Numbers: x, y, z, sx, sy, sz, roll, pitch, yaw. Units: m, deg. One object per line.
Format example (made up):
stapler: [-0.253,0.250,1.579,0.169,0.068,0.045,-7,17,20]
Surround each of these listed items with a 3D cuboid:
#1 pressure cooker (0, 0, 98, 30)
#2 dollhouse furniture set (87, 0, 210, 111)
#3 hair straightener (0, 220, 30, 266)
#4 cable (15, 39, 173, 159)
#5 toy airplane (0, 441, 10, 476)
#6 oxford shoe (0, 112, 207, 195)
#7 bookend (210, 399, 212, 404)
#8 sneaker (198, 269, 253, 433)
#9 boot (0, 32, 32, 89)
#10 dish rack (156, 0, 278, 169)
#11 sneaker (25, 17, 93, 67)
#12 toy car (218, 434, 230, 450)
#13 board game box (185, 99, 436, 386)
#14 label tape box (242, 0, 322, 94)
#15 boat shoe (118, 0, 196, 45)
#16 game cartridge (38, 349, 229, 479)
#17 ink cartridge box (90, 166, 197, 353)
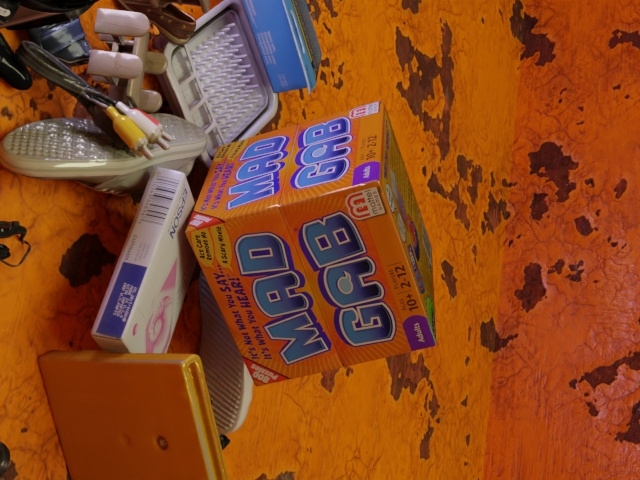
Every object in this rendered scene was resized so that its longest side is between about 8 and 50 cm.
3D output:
pressure cooker: [-0.449,-0.477,1.375,0.375,0.420,0.369,-31,112,-56]
dollhouse furniture set: [-0.295,-0.360,1.770,0.212,0.161,0.242,92,5,-81]
hair straightener: [-0.540,0.006,1.553,0.230,0.047,0.089,11,78,-63]
cable: [-0.365,-0.243,1.653,0.287,0.072,0.139,45,22,-8]
toy airplane: [-0.525,0.466,1.312,0.386,0.272,0.384,59,7,-17]
oxford shoe: [-0.371,-0.137,1.750,0.449,0.169,0.130,-15,136,-57]
bookend: [-0.266,0.402,1.898,0.157,0.072,0.156,-29,112,-41]
sneaker: [-0.164,0.213,2.059,0.150,0.135,0.365,11,79,-55]
boot: [-0.526,-0.273,1.589,0.121,0.045,0.099,60,37,-25]
dish rack: [-0.221,-0.326,2.073,0.333,0.072,0.285,-52,130,-47]
sneaker: [-0.424,-0.392,1.716,0.226,0.086,0.163,-48,118,-40]
toy car: [-0.232,0.439,2.039,0.122,0.060,0.040,-64,-175,-15]
board game box: [0.000,0.000,1.901,0.356,0.356,0.356,-81,154,-60]
label tape box: [-0.088,-0.459,2.138,0.347,0.115,0.249,-80,154,-66]
boat shoe: [-0.312,-0.446,1.884,0.178,0.060,0.064,35,44,-15]
game cartridge: [-0.305,0.317,1.633,0.053,0.324,0.285,-30,113,-53]
ink cartridge box: [-0.290,0.088,1.793,0.330,0.071,0.324,79,23,-63]
